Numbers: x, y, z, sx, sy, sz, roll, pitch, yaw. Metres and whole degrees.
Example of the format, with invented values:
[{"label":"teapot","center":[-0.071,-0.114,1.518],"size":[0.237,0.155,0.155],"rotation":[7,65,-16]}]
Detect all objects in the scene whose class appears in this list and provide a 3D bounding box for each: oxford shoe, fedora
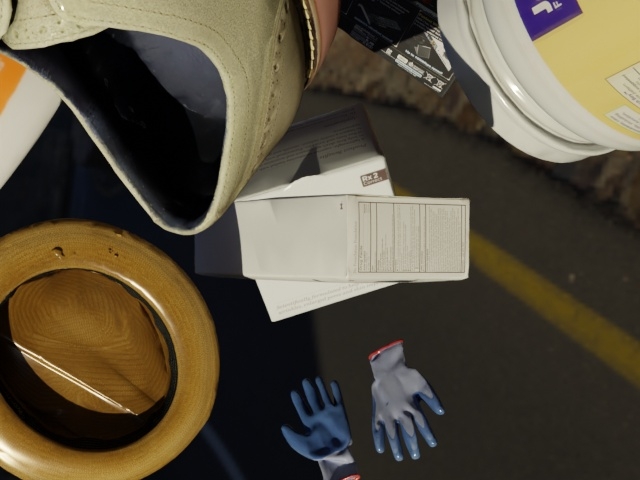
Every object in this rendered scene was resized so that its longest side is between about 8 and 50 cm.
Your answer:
[{"label":"oxford shoe","center":[-0.094,-0.159,0.554],"size":[0.397,0.140,0.147],"rotation":[58,-141,-45]},{"label":"fedora","center":[-0.167,0.077,0.965],"size":[0.079,0.194,0.194],"rotation":[-161,78,-77]}]

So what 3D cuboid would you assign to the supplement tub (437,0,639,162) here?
[{"label":"supplement tub","center":[0.265,-0.205,0.989],"size":[0.331,0.241,0.241],"rotation":[-27,55,49]}]

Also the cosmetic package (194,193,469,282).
[{"label":"cosmetic package","center":[0.000,0.000,1.007],"size":[0.239,0.098,0.061],"rotation":[-1,87,61]}]

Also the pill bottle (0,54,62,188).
[{"label":"pill bottle","center":[-0.341,-0.184,0.797],"size":[0.224,0.392,0.224],"rotation":[-39,34,34]}]

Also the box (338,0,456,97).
[{"label":"box","center":[0.041,-0.297,1.278],"size":[0.076,0.307,0.242],"rotation":[-56,-1,-30]}]

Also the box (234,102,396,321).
[{"label":"box","center":[-0.004,-0.031,1.567],"size":[0.119,0.180,0.182],"rotation":[-105,-3,-52]}]

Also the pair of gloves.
[{"label":"pair of gloves","center":[0.048,0.212,1.666],"size":[0.023,0.198,0.159],"rotation":[51,-164,-50]}]
